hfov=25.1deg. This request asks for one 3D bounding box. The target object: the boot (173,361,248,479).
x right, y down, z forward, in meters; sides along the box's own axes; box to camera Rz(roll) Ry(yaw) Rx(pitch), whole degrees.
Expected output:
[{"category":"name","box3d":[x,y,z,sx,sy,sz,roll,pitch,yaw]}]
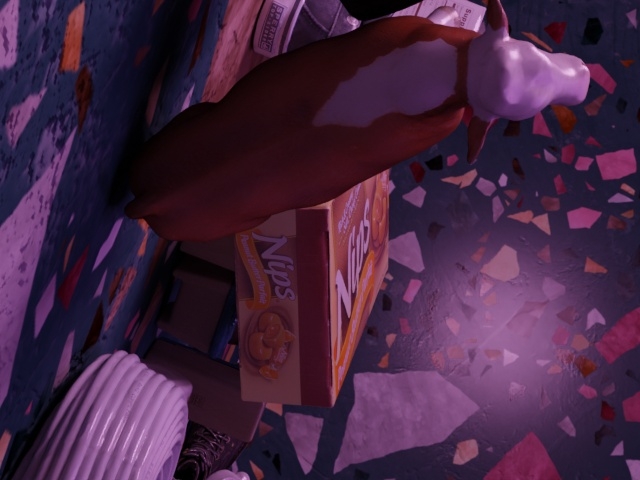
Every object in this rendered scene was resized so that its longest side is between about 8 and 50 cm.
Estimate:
[{"category":"boot","box3d":[-0.157,0.292,1.960,0.229,0.091,0.263,77,36,-86]}]

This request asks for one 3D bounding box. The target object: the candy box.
[{"category":"candy box","box3d":[0.000,0.000,1.323,0.316,0.087,0.183,-60,150,-66]}]

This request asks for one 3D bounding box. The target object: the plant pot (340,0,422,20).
[{"category":"plant pot","box3d":[0.067,-0.250,0.929,0.187,0.188,0.167,-35,178,-32]}]

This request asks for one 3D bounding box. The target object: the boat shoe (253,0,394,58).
[{"category":"boat shoe","box3d":[0.029,-0.243,1.345,0.301,0.102,0.108,-64,175,-56]}]

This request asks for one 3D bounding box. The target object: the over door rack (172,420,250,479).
[{"category":"over door rack","box3d":[-0.131,0.368,1.503,0.108,0.239,0.324,-5,123,-44]}]

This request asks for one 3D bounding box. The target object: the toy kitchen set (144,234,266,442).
[{"category":"toy kitchen set","box3d":[-0.075,0.053,1.393,0.166,0.122,0.207,-63,174,-64]}]

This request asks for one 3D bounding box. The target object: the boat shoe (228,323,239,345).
[{"category":"boat shoe","box3d":[-0.066,0.090,1.817,0.342,0.123,0.123,46,66,-87]}]

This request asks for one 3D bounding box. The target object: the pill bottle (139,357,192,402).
[{"category":"pill bottle","box3d":[-0.158,0.165,1.216,0.067,0.067,0.120,-48,159,-82]}]

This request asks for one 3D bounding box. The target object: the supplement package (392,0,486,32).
[{"category":"supplement package","box3d":[0.083,-0.234,1.643,0.105,0.179,0.105,103,9,-75]}]

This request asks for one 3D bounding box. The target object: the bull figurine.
[{"category":"bull figurine","box3d":[0.020,-0.083,0.936,0.188,0.310,0.101,-41,112,-73]}]

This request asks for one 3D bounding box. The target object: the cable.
[{"category":"cable","box3d":[-0.171,0.206,1.046,0.257,0.089,0.257,105,7,-65]}]
